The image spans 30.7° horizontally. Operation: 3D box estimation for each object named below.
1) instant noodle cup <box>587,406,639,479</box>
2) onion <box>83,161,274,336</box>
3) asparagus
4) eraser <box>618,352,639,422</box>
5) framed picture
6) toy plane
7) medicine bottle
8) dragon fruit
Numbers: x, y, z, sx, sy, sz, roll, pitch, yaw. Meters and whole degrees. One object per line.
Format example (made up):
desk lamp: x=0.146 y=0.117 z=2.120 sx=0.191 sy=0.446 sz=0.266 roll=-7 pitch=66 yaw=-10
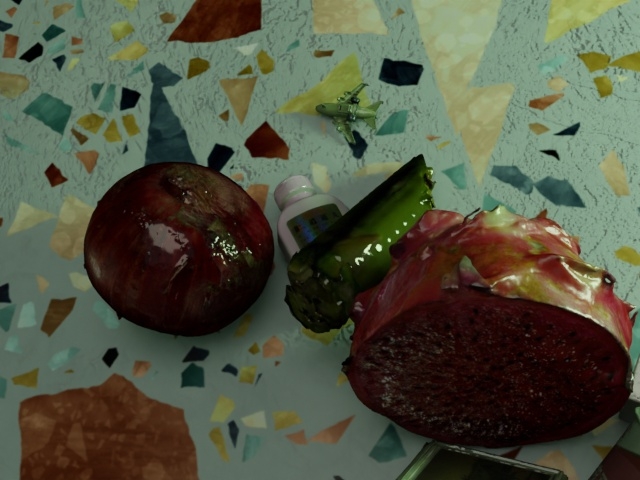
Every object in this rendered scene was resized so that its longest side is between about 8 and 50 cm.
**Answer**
instant noodle cup: x=0.409 y=0.343 z=1.404 sx=0.178 sy=0.235 sz=0.235 roll=-48 pitch=62 yaw=12
onion: x=-0.203 y=0.006 z=1.697 sx=0.276 sy=0.276 sz=0.276 roll=-5 pitch=62 yaw=9
asparagus: x=0.085 y=-0.013 z=1.661 sx=0.128 sy=0.108 sz=0.382 roll=-15 pitch=21 yaw=48
eraser: x=0.538 y=0.229 z=1.501 sx=0.287 sy=0.130 sz=0.086 roll=19 pitch=72 yaw=18
framed picture: x=0.202 y=0.307 z=1.474 sx=0.197 sy=0.252 sz=0.014 roll=11 pitch=99 yaw=17
toy plane: x=0.044 y=-0.209 z=1.877 sx=0.111 sy=0.040 sz=0.102 roll=10 pitch=76 yaw=14
medicine bottle: x=0.000 y=0.000 z=1.753 sx=0.115 sy=0.078 sz=0.219 roll=-22 pitch=60 yaw=-12
dragon fruit: x=0.218 y=0.098 z=1.506 sx=0.371 sy=0.386 sz=0.249 roll=-3 pitch=51 yaw=11
